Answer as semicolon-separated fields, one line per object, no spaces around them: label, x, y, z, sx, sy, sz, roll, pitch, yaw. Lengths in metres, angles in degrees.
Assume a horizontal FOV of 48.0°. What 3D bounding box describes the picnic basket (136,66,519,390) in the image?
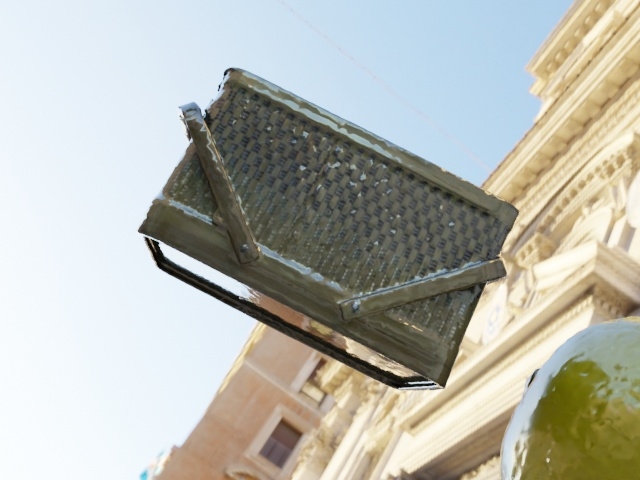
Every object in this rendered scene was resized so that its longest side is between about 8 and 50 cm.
picnic basket;0.000;0.000;0.558;0.266;0.139;0.165;27;-14;-1

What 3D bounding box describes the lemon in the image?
lemon;0.236;0.166;0.508;0.219;0.240;0.240;31;-34;39
